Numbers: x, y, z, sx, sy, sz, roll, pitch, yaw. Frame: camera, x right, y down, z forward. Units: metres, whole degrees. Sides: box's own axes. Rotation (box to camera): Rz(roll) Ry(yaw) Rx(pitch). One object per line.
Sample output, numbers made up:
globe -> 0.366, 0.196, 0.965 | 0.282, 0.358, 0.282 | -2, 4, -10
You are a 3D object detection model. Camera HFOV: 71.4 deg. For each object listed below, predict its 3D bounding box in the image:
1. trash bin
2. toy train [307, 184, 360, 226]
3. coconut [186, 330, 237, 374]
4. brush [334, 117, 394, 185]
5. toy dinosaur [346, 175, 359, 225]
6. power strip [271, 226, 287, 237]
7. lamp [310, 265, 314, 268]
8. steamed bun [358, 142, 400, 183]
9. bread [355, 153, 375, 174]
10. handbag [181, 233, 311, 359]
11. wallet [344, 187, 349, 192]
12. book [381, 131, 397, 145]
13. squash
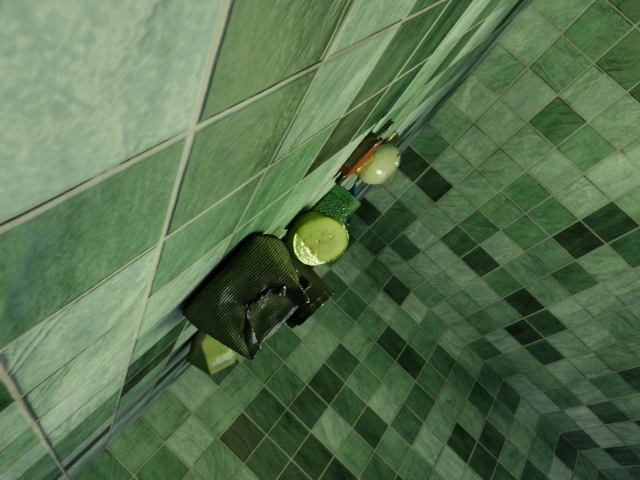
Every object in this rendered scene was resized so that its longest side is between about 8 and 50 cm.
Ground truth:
trash bin -> -0.119, 0.168, 1.790 | 0.252, 0.301, 0.203 | -42, 178, -8
toy train -> 0.026, -0.088, 1.864 | 0.266, 0.145, 0.202 | -45, 174, -26
coconut -> -0.480, 0.482, 1.970 | 0.236, 0.204, 0.236 | -18, -173, 2
brush -> 0.145, -0.305, 1.532 | 0.070, 0.051, 0.323 | -33, 172, -48
toy dinosaur -> 0.155, -0.194, 2.094 | 0.188, 0.075, 0.247 | -42, -141, 30
power strip -> -0.183, 0.021, 1.475 | 0.191, 0.030, 0.047 | -45, 178, -22
lamp -> -0.115, 0.085, 2.009 | 0.147, 0.172, 0.227 | -49, 174, 30
steamed bun -> 0.272, -0.334, 1.983 | 0.228, 0.131, 0.177 | -38, 168, -35
bread -> 0.172, -0.309, 1.786 | 0.106, 0.053, 0.072 | -40, 172, -18
handbag -> -0.192, 0.161, 1.276 | 0.340, 0.240, 0.247 | -47, -178, 1
wallet -> 0.033, -0.145, 2.052 | 0.241, 0.067, 0.141 | -51, 172, 12
book -> 0.315, -0.455, 2.161 | 0.170, 0.018, 0.242 | -47, 177, 17
squash -> -0.012, 0.004, 1.653 | 0.220, 0.220, 0.133 | -46, -150, -3
